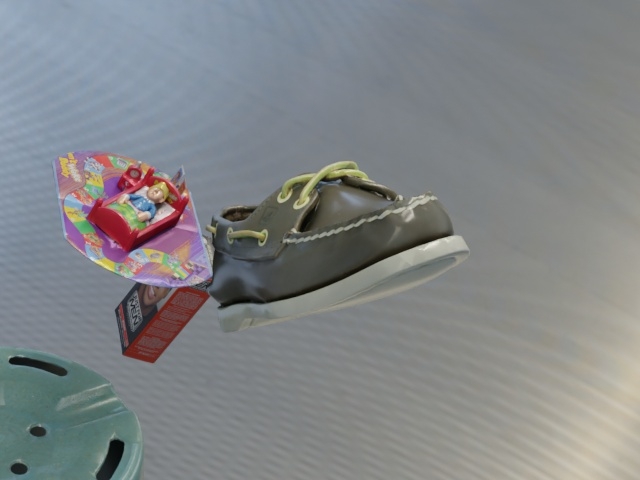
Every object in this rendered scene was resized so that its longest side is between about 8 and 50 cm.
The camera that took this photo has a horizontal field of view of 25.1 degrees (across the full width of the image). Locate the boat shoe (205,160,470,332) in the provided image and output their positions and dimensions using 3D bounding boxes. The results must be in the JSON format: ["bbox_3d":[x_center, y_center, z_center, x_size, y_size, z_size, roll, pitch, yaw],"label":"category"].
[{"bbox_3d":[-0.004,0.001,0.926,0.109,0.305,0.091,-13,88,-23],"label":"boat shoe"}]

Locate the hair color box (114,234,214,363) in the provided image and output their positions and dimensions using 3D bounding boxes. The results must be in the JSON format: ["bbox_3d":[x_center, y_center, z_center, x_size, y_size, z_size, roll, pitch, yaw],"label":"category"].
[{"bbox_3d":[-0.166,0.060,1.549,0.043,0.141,0.072,20,35,-34],"label":"hair color box"}]

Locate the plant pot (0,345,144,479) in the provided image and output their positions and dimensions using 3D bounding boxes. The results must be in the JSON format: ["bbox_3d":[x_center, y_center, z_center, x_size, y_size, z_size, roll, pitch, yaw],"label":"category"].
[{"bbox_3d":[-0.309,0.303,1.346,0.341,0.334,0.341,8,34,-5],"label":"plant pot"}]

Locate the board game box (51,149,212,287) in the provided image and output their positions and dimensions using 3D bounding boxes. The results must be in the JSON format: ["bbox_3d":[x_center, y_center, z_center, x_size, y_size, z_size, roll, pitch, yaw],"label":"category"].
[{"bbox_3d":[-0.153,-0.032,1.206,0.133,0.033,0.168,14,35,-28],"label":"board game box"}]
